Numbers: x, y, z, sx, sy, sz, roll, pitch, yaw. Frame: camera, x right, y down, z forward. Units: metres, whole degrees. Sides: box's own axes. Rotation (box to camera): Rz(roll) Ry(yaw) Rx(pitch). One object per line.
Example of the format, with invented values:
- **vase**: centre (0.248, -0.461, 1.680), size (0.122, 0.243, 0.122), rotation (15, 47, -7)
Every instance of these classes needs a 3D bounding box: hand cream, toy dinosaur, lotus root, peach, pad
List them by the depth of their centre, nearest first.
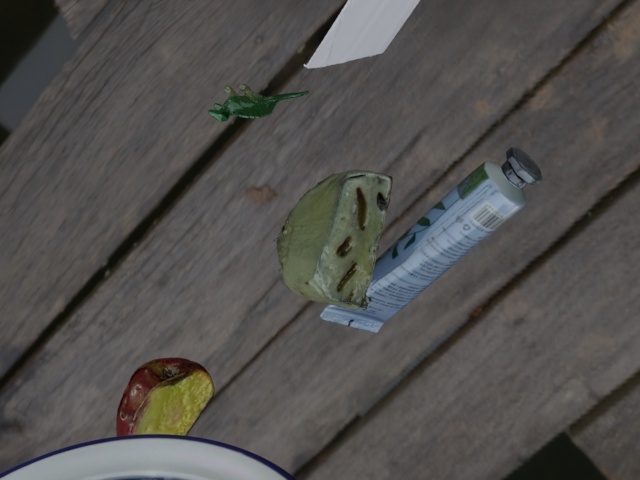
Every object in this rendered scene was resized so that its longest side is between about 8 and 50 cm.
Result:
- **peach**: centre (-0.118, 0.124, 0.730), size (0.050, 0.077, 0.083), rotation (25, 120, 35)
- **pad**: centre (0.082, -0.247, 0.892), size (0.004, 0.156, 0.232), rotation (46, 123, 13)
- **lotus root**: centre (-0.003, 0.000, 1.015), size (0.070, 0.143, 0.144), rotation (18, 160, -32)
- **hand cream**: centre (0.113, 0.008, 1.031), size (0.091, 0.058, 0.271), rotation (16, 130, -42)
- **toy dinosaur**: centre (-0.066, -0.144, 1.076), size (0.119, 0.060, 0.029), rotation (-6, 123, -19)

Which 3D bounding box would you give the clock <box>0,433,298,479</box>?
- **clock**: centre (-0.091, 0.191, 0.434), size (0.230, 0.230, 0.083), rotation (-6, 123, 8)
